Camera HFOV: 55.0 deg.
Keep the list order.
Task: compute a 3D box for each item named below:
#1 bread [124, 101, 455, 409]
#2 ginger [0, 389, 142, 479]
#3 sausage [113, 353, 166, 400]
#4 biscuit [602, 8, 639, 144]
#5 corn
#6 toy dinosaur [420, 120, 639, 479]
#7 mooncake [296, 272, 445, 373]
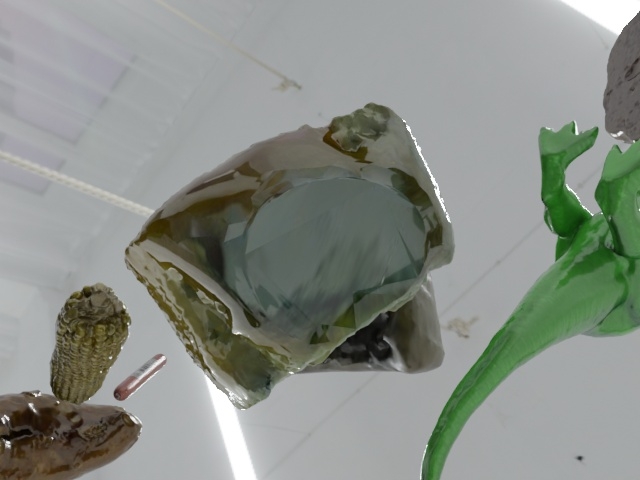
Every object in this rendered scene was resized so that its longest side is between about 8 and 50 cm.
[{"bbox_3d":[0.008,-0.005,0.695,0.395,0.239,0.264,-33,-179,-20],"label":"bread"},{"bbox_3d":[-0.479,0.342,1.057,0.172,0.321,0.165,-27,-112,34],"label":"ginger"},{"bbox_3d":[-0.334,0.252,1.155,0.029,0.029,0.223,-57,178,9],"label":"sausage"},{"bbox_3d":[0.378,-0.215,0.615,0.272,0.049,0.257,-66,180,-46],"label":"biscuit"},{"bbox_3d":[-0.343,0.162,0.895,0.320,0.097,0.096,129,-38,-48],"label":"corn"},{"bbox_3d":[0.289,0.088,0.635,0.144,0.374,0.499,16,-113,51],"label":"toy dinosaur"},{"bbox_3d":[0.006,0.126,1.107,0.393,0.395,0.246,139,-48,-65],"label":"mooncake"}]
